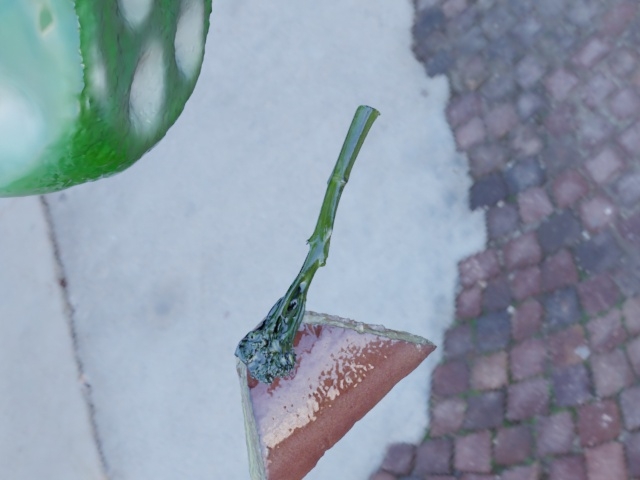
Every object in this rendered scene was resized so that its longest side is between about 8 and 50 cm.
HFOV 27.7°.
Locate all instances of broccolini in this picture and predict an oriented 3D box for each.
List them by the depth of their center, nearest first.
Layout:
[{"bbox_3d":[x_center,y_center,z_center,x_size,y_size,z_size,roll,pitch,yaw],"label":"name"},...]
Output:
[{"bbox_3d":[0.000,0.000,0.906,0.044,0.042,0.218,21,74,11],"label":"broccolini"}]

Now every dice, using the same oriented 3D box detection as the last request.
[{"bbox_3d":[-0.250,-0.212,0.948,0.300,0.297,0.287,6,31,8],"label":"dice"}]

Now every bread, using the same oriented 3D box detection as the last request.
[{"bbox_3d":[-0.013,0.115,1.072,0.192,0.119,0.067,-46,3,-6],"label":"bread"}]
